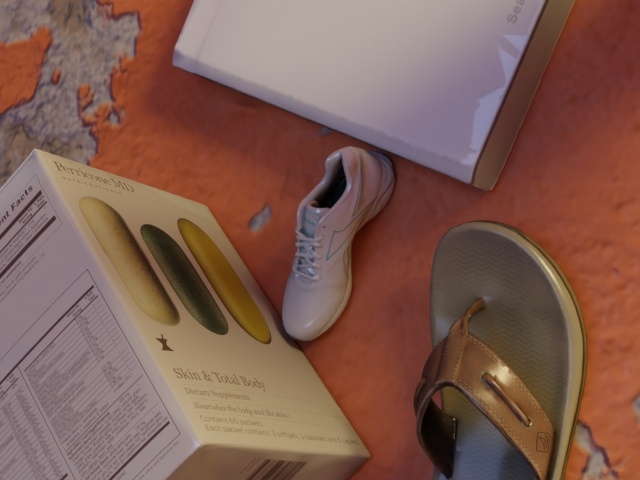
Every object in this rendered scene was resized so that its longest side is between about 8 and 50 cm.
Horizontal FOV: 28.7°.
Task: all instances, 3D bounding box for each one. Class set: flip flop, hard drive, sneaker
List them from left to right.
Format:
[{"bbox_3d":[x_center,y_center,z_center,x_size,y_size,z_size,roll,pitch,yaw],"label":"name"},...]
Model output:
[{"bbox_3d":[0.000,0.000,0.917,0.054,0.061,0.152,23,94,34],"label":"sneaker"},{"bbox_3d":[0.037,-0.181,0.945,0.308,0.040,0.203,25,94,36],"label":"hard drive"},{"bbox_3d":[0.102,0.122,0.807,0.112,0.080,0.277,2,81,35],"label":"flip flop"}]

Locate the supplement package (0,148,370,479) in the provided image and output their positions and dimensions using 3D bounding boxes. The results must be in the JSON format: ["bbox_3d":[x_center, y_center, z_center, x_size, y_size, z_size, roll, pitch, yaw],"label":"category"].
[{"bbox_3d":[-0.144,0.110,0.905,0.198,0.199,0.262,-46,58,17],"label":"supplement package"}]
